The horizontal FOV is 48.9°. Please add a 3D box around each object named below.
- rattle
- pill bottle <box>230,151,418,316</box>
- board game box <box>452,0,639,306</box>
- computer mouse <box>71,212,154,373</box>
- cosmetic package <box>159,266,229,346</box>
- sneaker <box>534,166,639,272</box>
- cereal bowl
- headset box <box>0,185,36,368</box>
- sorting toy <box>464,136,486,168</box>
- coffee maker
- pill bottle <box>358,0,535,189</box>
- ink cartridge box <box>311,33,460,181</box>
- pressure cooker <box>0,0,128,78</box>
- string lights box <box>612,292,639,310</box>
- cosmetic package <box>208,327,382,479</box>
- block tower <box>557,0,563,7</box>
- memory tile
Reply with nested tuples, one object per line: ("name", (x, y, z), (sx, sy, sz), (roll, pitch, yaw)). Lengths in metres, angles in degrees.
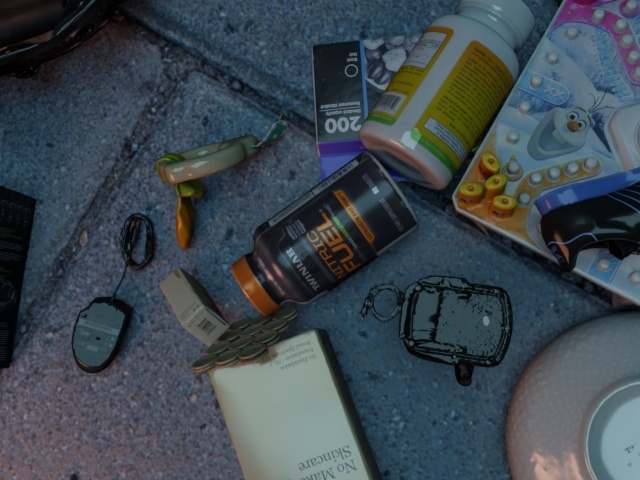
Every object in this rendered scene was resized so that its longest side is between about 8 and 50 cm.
("rattle", (-0.123, -0.087, 1.015), (0.199, 0.130, 0.143), (-20, 91, -22))
("pill bottle", (0.000, 0.000, 0.955), (0.245, 0.130, 0.130), (-36, 80, 2))
("board game box", (0.418, -0.122, 0.838), (0.389, 0.050, 0.390), (29, 82, 14))
("computer mouse", (-0.299, 0.076, 1.034), (0.071, 0.041, 0.242), (19, 79, 1))
("cosmetic package", (-0.175, 0.089, 0.970), (0.041, 0.060, 0.115), (-45, 39, -2))
("sneaker", (0.356, -0.035, 0.762), (0.232, 0.081, 0.091), (-17, 77, 11))
("cereal bowl", (0.392, 0.244, 0.840), (0.338, 0.141, 0.339), (-4, 76, 16))
("headset box", (-0.574, 0.033, 1.022), (0.246, 0.131, 0.283), (6, 83, 7))
("sorting toy", (0.321, -0.064, 0.964), (0.274, 0.046, 0.132), (37, 89, 10))
("coffee maker", (0.147, 0.095, 0.898), (0.171, 0.178, 0.120), (31, 85, 8))
("pill bottle", (0.169, -0.201, 0.913), (0.136, 0.136, 0.246), (33, 86, 10))
("ink cartridge box", (0.093, -0.187, 1.011), (0.206, 0.045, 0.208), (-5, 83, 6))
("pressure cooker", (-0.473, -0.420, 0.956), (0.369, 0.375, 0.421), (-25, 79, 35))
("string lights box", (0.516, 0.054, 0.879), (0.259, 0.133, 0.077), (3, 81, 8))
("cosmetic package", (-0.016, 0.287, 0.929), (0.160, 0.113, 0.310), (-23, 79, 4))
("block tower", (0.372, -0.377, 0.977), (0.090, 0.097, 0.336), (-17, 83, 5))
("memory tile", (-0.097, 0.131, 0.935), (0.113, 0.148, 0.012), (-17, 103, 24))
